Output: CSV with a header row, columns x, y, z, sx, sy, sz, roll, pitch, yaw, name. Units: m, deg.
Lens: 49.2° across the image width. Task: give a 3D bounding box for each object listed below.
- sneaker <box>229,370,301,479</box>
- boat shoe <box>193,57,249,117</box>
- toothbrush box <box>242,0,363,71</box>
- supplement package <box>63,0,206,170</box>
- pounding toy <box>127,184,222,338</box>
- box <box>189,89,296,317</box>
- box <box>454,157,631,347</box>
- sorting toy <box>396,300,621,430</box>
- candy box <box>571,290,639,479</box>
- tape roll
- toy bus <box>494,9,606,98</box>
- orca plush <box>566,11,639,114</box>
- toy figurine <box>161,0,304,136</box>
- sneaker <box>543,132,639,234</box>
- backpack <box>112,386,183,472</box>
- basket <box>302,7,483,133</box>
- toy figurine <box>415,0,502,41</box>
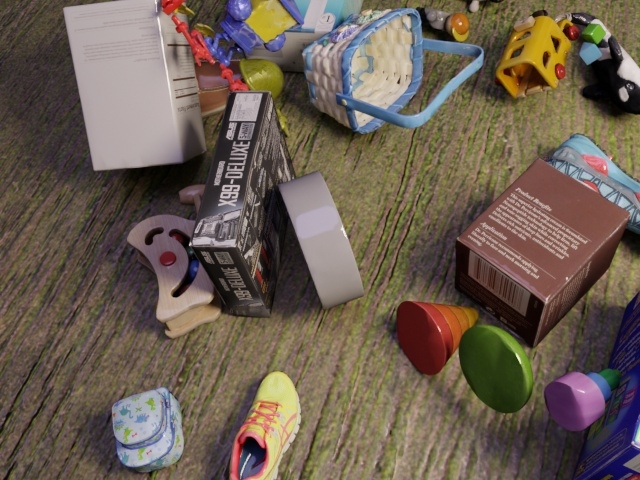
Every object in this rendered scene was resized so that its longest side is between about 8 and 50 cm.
x,y,z,sx,sy,sz,roll,pitch,yaw,name
-0.085,0.288,1.047,0.082,0.094,0.208,4,58,14,sneaker
-0.298,-0.325,1.452,0.324,0.116,0.123,-13,57,2,boat shoe
-0.032,-0.513,1.519,0.216,0.126,0.295,8,59,15,toothbrush box
-0.339,-0.293,1.318,0.178,0.292,0.175,-4,15,7,supplement package
-0.260,0.017,1.210,0.154,0.155,0.269,-7,57,0,pounding toy
-0.117,-0.059,1.182,0.077,0.242,0.307,2,60,11,box
0.338,0.021,1.094,0.203,0.167,0.168,-41,60,-16,box
0.267,0.157,1.005,0.126,0.127,0.365,-19,20,-29,sorting toy
0.458,0.180,0.913,0.122,0.268,0.317,22,64,14,candy box
0.000,0.000,1.136,0.072,0.219,0.219,-20,57,-3,tape roll
0.401,-0.367,1.302,0.191,0.104,0.202,-42,31,15,toy bus
0.527,-0.322,1.316,0.102,0.151,0.287,-36,57,25,orca plush
-0.088,-0.371,1.274,0.217,0.362,0.191,-37,61,13,toy figurine
0.473,-0.057,1.178,0.125,0.104,0.262,-39,54,6,sneaker
-0.270,0.294,1.082,0.105,0.084,0.114,-18,60,1,backpack
0.124,-0.313,1.309,0.289,0.201,0.255,24,52,29,basket
0.283,-0.539,1.426,0.213,0.209,0.148,-41,44,-19,toy figurine
